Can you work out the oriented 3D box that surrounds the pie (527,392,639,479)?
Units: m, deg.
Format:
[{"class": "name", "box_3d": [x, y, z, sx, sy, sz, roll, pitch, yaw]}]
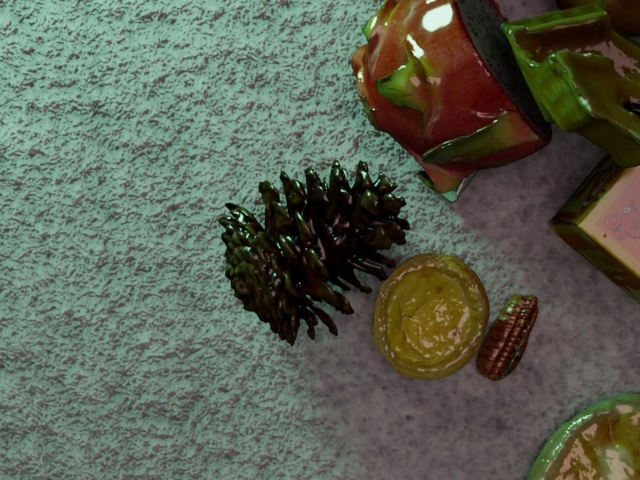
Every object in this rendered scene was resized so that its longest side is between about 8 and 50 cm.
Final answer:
[{"class": "pie", "box_3d": [0.463, 0.394, 1.815, 0.339, 0.077, 0.339, 0, 92, 5]}]

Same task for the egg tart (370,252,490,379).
[{"class": "egg tart", "box_3d": [0.160, 0.110, 1.814, 0.191, 0.074, 0.191, -1, 96, -8]}]

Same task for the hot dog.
[{"class": "hot dog", "box_3d": [0.284, 0.145, 1.836, 0.062, 0.038, 0.144, 28, 90, 2]}]

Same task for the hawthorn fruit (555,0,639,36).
[{"class": "hawthorn fruit", "box_3d": [0.449, -0.427, 1.705, 0.276, 0.298, 0.277, 0, 76, 0]}]

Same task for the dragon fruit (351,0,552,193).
[{"class": "dragon fruit", "box_3d": [0.168, -0.210, 1.720, 0.225, 0.305, 0.305, -27, 89, 23]}]

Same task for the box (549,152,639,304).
[{"class": "box", "box_3d": [0.498, -0.067, 1.721, 0.214, 0.259, 0.283, 39, 91, 3]}]

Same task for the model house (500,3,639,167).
[{"class": "model house", "box_3d": [0.347, -0.226, 1.583, 0.239, 0.268, 0.173, 30, 104, -4]}]

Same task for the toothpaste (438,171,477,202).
[{"class": "toothpaste", "box_3d": [0.242, -0.145, 1.840, 0.057, 0.035, 0.197, 41, 91, 26]}]

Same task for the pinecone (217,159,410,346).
[{"class": "pinecone", "box_3d": [0.002, 0.003, 1.749, 0.292, 0.246, 0.246, -34, 89, -13]}]
